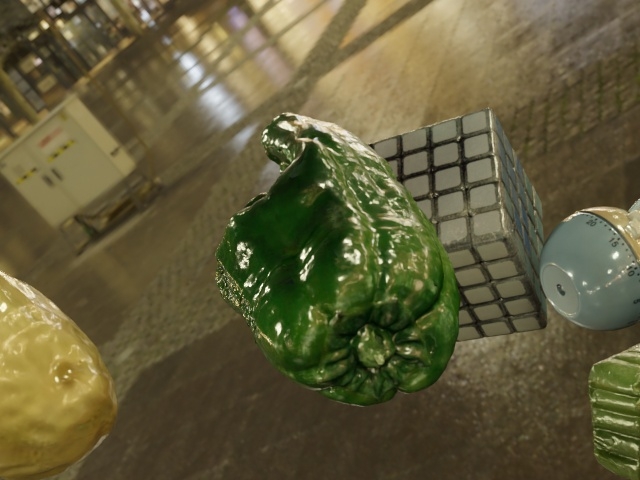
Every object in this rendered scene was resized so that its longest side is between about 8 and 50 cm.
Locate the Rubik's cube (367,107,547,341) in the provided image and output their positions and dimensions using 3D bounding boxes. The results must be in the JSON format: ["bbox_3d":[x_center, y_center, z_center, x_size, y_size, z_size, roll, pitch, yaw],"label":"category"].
[{"bbox_3d":[0.178,-0.008,1.370,0.238,0.237,0.237,-14,51,22],"label":"Rubik's cube"}]

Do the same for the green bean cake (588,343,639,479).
[{"bbox_3d":[0.584,0.297,1.689,0.248,0.222,0.125,-11,9,-35],"label":"green bean cake"}]

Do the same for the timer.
[{"bbox_3d":[0.399,0.009,1.214,0.255,0.175,0.175,-33,18,3],"label":"timer"}]

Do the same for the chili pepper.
[{"bbox_3d":[-0.008,-0.006,0.914,0.213,0.167,0.385,-25,32,-2],"label":"chili pepper"}]

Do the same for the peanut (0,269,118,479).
[{"bbox_3d":[-0.278,0.054,0.600,0.147,0.319,0.147,-62,9,16],"label":"peanut"}]
